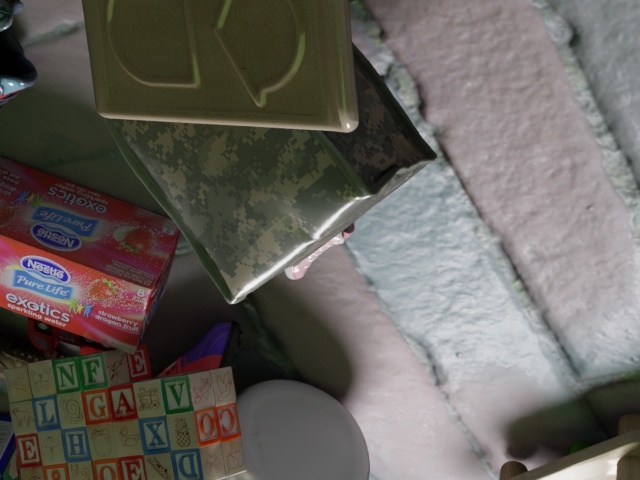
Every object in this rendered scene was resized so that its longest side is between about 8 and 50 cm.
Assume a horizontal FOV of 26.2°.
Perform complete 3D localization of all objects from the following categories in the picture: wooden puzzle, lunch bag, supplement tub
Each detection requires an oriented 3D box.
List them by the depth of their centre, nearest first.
[{"bbox_3d":[-0.095,-0.266,1.224,0.347,0.080,0.322,9,111,41],"label":"wooden puzzle"},{"bbox_3d":[-0.069,-0.122,1.392,0.235,0.169,0.287,-39,86,38],"label":"lunch bag"},{"bbox_3d":[-0.087,0.352,1.817,0.207,0.207,0.338,26,134,-7],"label":"supplement tub"}]

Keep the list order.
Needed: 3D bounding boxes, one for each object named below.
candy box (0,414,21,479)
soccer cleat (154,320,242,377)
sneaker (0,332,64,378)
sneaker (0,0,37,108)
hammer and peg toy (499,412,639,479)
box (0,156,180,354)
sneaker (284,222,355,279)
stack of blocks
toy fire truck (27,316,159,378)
[{"bbox_3d":[-0.549,0.395,2.069,0.268,0.122,0.317,5,134,12],"label":"candy box"},{"bbox_3d":[-0.199,0.224,1.760,0.116,0.109,0.318,26,116,-5],"label":"soccer cleat"},{"bbox_3d":[-0.384,0.161,1.850,0.188,0.066,0.071,36,116,-23],"label":"sneaker"},{"bbox_3d":[-0.376,-0.170,1.501,0.125,0.104,0.262,15,135,2],"label":"sneaker"},{"bbox_3d":[0.332,0.382,1.756,0.361,0.127,0.266,-31,117,34],"label":"hammer and peg toy"},{"bbox_3d":[-0.310,0.016,1.636,0.256,0.123,0.128,21,134,-1],"label":"box"},{"bbox_3d":[0.000,0.000,1.569,0.070,0.051,0.134,18,131,9],"label":"sneaker"},{"bbox_3d":[-0.243,0.218,1.685,0.297,0.087,0.171,-11,87,33],"label":"stack of blocks"},{"bbox_3d":[-0.291,0.152,1.810,0.192,0.047,0.135,14,135,6],"label":"toy fire truck"}]
